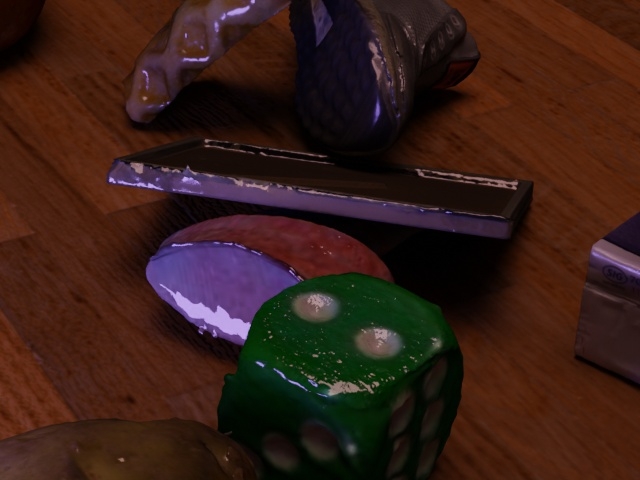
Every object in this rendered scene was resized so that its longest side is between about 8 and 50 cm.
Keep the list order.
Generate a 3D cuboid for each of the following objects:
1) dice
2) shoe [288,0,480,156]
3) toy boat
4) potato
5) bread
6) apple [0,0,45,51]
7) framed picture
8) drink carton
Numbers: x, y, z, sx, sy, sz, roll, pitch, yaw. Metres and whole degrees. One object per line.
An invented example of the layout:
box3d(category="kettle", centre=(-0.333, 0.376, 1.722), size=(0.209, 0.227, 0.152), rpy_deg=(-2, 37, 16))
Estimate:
box3d(category="dice", centre=(0.015, 0.105, 0.991), size=(0.120, 0.128, 0.131), rpy_deg=(24, 37, 27))
box3d(category="shoe", centre=(0.073, -0.173, 1.440), size=(0.171, 0.132, 0.336), rpy_deg=(18, 33, -20))
box3d(category="toy boat", centre=(0.000, 0.000, 1.209), size=(0.206, 0.096, 0.282), rpy_deg=(9, 23, 30))
box3d(category="potato", centre=(-0.168, 0.181, 0.856), size=(0.296, 0.141, 0.191), rpy_deg=(-18, 22, -27))
box3d(category="bread", centre=(-0.091, -0.205, 1.412), size=(0.088, 0.232, 0.128), rpy_deg=(52, 28, -4))
box3d(category="apple", centre=(-0.413, -0.309, 1.497), size=(0.277, 0.250, 0.309), rpy_deg=(23, 36, 29))
box3d(category="framed picture", centre=(0.011, -0.048, 1.242), size=(0.315, 0.024, 0.232), rpy_deg=(9, 11, 11))
box3d(category="drink carton", centre=(0.311, 0.028, 1.157), size=(0.134, 0.102, 0.222), rpy_deg=(24, 37, 34))
